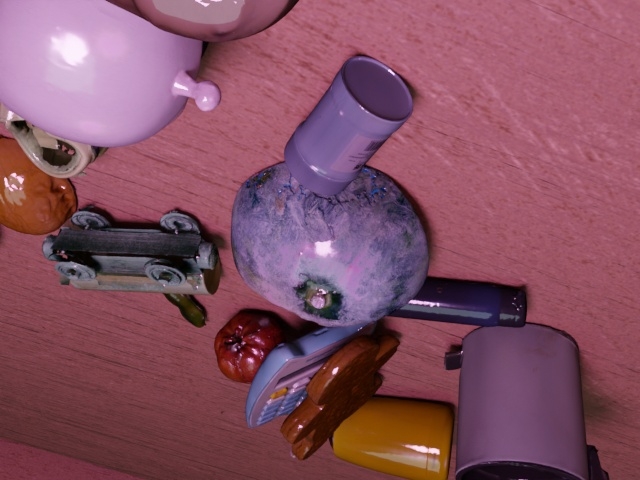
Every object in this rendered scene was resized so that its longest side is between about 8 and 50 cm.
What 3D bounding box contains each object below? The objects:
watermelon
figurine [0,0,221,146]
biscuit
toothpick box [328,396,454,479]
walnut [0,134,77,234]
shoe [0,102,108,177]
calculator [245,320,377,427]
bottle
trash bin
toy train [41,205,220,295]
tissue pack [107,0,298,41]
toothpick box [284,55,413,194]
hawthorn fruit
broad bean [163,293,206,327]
[{"bbox_3d":[-0.001,0.006,0.892,0.322,0.175,0.188,6,142,8],"label":"watermelon"},{"bbox_3d":[-0.290,-0.217,0.621,0.362,0.210,0.253,11,135,-29],"label":"figurine"},{"bbox_3d":[0.032,0.278,1.179,0.064,0.283,0.432,44,161,22],"label":"biscuit"},{"bbox_3d":[0.162,0.446,1.405,0.272,0.174,0.175,6,142,16],"label":"toothpick box"},{"bbox_3d":[-0.501,-0.072,1.016,0.167,0.087,0.211,-2,140,13],"label":"walnut"},{"bbox_3d":[-0.344,-0.190,0.809,0.140,0.128,0.262,-2,145,-3],"label":"shoe"},{"bbox_3d":[-0.031,0.268,1.222,0.256,0.054,0.386,-20,150,-28],"label":"calculator"},{"bbox_3d":[0.221,0.105,1.035,0.245,0.072,0.082,4,147,12],"label":"bottle"},{"bbox_3d":[0.355,0.311,1.100,0.278,0.262,0.217,3,141,15],"label":"trash bin"},{"bbox_3d":[-0.320,0.045,1.064,0.308,0.126,0.189,1,139,7],"label":"toy train"},{"bbox_3d":[-0.155,-0.336,0.439,0.387,0.276,0.267,21,128,-13],"label":"tissue pack"},{"bbox_3d":[0.032,-0.138,0.762,0.101,0.101,0.153,27,140,-17],"label":"toothpick box"},{"bbox_3d":[-0.129,0.221,1.239,0.148,0.148,0.172,-7,154,25],"label":"hawthorn fruit"},{"bbox_3d":[-0.300,0.108,1.222,0.069,0.039,0.227,-26,127,31],"label":"broad bean"}]
